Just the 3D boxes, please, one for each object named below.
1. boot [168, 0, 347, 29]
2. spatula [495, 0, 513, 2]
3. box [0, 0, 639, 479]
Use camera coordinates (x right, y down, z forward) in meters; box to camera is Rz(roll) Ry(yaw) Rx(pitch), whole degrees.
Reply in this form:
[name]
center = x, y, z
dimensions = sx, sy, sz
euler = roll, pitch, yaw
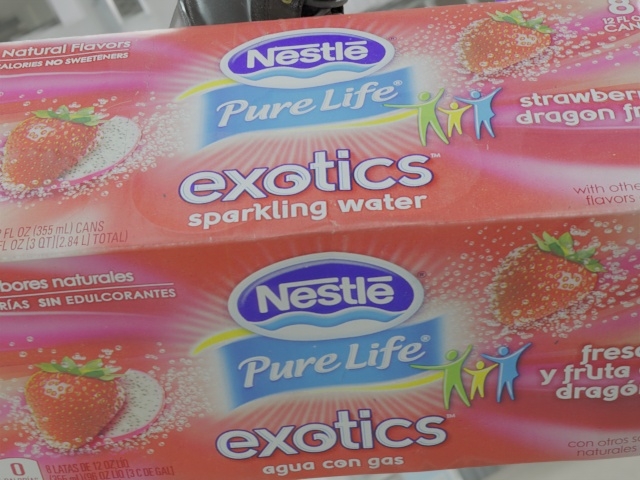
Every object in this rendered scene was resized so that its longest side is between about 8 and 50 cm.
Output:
[boot]
center = -0.007, -0.111, 0.692
dimensions = 0.091, 0.263, 0.229
euler = -37, -31, -32
[spatula]
center = 0.169, -0.127, 1.078
dimensions = 0.084, 0.296, 0.030
euler = 0, -16, 22
[box]
center = 0.000, 0.000, 0.589
dimensions = 0.300, 0.154, 0.142
euler = -4, -49, 3
